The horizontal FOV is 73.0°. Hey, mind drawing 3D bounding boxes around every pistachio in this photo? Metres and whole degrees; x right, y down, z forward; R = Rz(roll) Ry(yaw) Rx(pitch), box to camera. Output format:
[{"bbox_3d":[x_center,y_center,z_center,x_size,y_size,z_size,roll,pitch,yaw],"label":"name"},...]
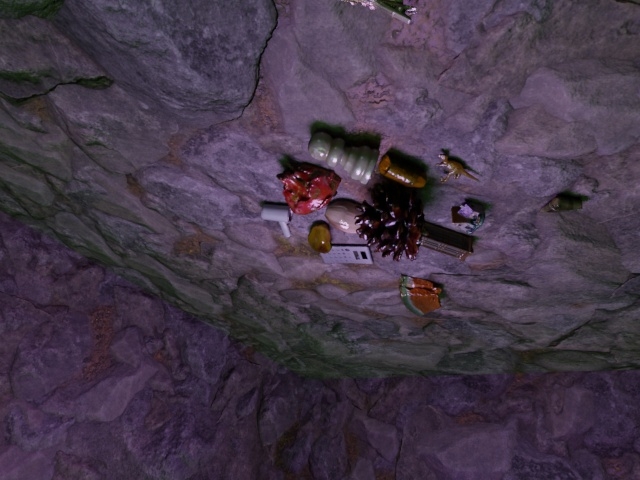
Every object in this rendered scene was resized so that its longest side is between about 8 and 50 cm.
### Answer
[{"bbox_3d":[-0.003,-0.001,1.989,0.110,0.100,0.189,3,148,7],"label":"pistachio"}]

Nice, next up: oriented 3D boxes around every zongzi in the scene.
[{"bbox_3d":[0.868,-0.118,1.561,0.104,0.052,0.113,8,161,-3],"label":"zongzi"}]

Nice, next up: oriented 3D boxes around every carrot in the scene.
[{"bbox_3d":[0.294,-0.240,1.542,0.173,0.082,0.082,18,147,-14],"label":"carrot"}]

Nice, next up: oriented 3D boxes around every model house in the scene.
[{"bbox_3d":[0.562,-0.094,1.663,0.100,0.088,0.101,19,143,-12],"label":"model house"}]

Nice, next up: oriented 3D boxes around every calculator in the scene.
[{"bbox_3d":[0.126,0.067,2.121,0.261,0.021,0.161,0,145,19],"label":"calculator"}]

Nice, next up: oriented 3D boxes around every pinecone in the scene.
[{"bbox_3d":[0.263,-0.068,1.628,0.296,0.242,0.298,28,132,18],"label":"pinecone"}]

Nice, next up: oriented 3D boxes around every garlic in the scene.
[{"bbox_3d":[0.125,-0.086,1.807,0.206,0.115,0.128,23,140,-19],"label":"garlic"}]

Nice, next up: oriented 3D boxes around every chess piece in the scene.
[{"bbox_3d":[0.073,-0.296,1.505,0.243,0.133,0.133,21,147,-4],"label":"chess piece"}]

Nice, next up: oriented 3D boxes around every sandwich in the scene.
[{"bbox_3d":[0.520,0.294,2.245,0.212,0.109,0.292,2,145,18],"label":"sandwich"}]

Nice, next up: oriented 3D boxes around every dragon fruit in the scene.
[{"bbox_3d":[-0.084,-0.204,1.683,0.262,0.134,0.211,-20,132,40],"label":"dragon fruit"}]

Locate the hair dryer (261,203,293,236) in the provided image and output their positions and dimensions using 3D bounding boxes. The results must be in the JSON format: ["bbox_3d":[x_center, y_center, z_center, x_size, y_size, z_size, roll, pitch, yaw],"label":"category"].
[{"bbox_3d":[-0.179,-0.085,1.975,0.131,0.073,0.236,7,156,13],"label":"hair dryer"}]

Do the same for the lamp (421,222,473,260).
[{"bbox_3d":[0.477,-0.011,1.819,0.325,0.090,0.089,19,148,-7],"label":"lamp"}]

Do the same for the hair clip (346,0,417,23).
[{"bbox_3d":[0.139,-0.602,1.082,0.213,0.056,0.062,21,164,3],"label":"hair clip"}]

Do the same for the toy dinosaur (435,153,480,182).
[{"bbox_3d":[0.481,-0.251,1.500,0.162,0.039,0.126,4,145,12],"label":"toy dinosaur"}]
